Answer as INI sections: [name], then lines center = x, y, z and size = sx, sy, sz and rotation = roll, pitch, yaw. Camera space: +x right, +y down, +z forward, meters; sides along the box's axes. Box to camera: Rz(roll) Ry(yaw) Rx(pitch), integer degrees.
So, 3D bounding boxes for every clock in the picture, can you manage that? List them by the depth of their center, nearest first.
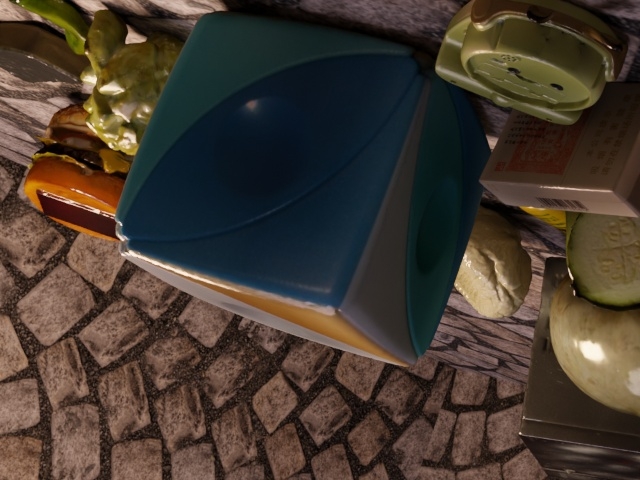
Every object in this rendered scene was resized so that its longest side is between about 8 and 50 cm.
[clock]
center = 0.218, -0.188, 1.254
size = 0.170, 0.069, 0.232
rotation = 21, 171, -5

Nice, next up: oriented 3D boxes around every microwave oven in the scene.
[microwave oven]
center = 0.507, 0.235, 2.174
size = 0.236, 0.374, 0.432
rotation = 7, 163, 19

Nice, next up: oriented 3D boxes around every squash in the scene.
[squash]
center = 0.340, -0.061, 1.472
size = 0.137, 0.287, 0.137
rotation = 2, 130, 2

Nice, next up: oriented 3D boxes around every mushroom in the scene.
[mushroom]
center = 0.473, 0.115, 1.672
size = 0.352, 0.260, 0.352
rotation = 8, 180, 0

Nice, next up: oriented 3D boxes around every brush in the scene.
[brush]
center = -0.475, -0.307, 2.077
size = 0.197, 0.059, 0.123
rotation = 10, 165, 47

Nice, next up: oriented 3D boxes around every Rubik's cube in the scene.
[Rubik's cube]
center = -0.009, -0.061, 1.607
size = 0.352, 0.352, 0.347
rotation = 14, 169, 23

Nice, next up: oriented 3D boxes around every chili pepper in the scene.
[chili pepper]
center = -0.379, -0.322, 1.822
size = 0.052, 0.050, 0.201
rotation = 33, 177, 25

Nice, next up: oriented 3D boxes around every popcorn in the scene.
[popcorn]
center = -0.258, -0.228, 1.794
size = 0.212, 0.198, 0.198
rotation = 47, 169, -1

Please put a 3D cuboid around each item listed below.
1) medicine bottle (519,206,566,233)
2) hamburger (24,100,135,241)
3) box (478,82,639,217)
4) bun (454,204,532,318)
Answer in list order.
[medicine bottle]
center = 0.386, -0.030, 1.834
size = 0.260, 0.064, 0.095
rotation = 25, 180, -36
[hamburger]
center = -0.421, -0.138, 2.424
size = 0.291, 0.225, 0.291
rotation = 17, 163, 5
[box]
center = 0.285, -0.102, 1.386
size = 0.058, 0.141, 0.201
rotation = 36, 165, -34
[bun]
center = 0.277, 0.021, 2.118
size = 0.220, 0.134, 0.220
rotation = 53, 172, 10
